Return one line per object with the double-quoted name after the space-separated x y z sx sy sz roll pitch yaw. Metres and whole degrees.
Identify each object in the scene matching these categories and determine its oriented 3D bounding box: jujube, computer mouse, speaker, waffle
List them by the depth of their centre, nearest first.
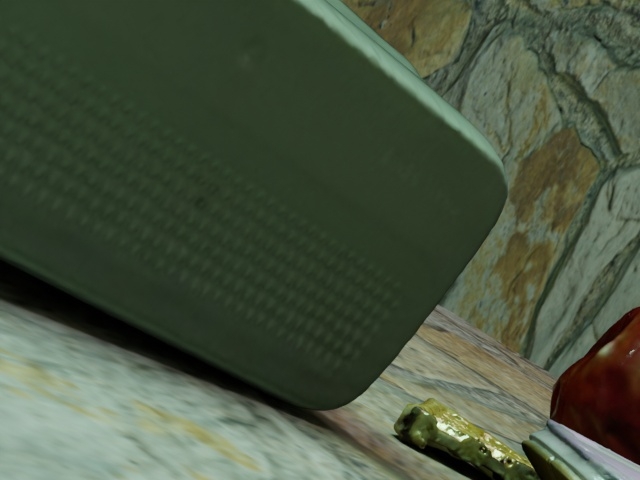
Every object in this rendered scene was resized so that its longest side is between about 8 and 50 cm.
-0.100 -0.079 0.649 0.406 0.183 0.184 33 6 -47 "speaker"
0.206 0.171 0.814 0.245 0.056 0.126 30 3 -25 "computer mouse"
0.114 0.134 0.852 0.153 0.023 0.097 32 4 10 "waffle"
0.278 0.149 1.104 0.230 0.155 0.155 36 3 12 "jujube"
